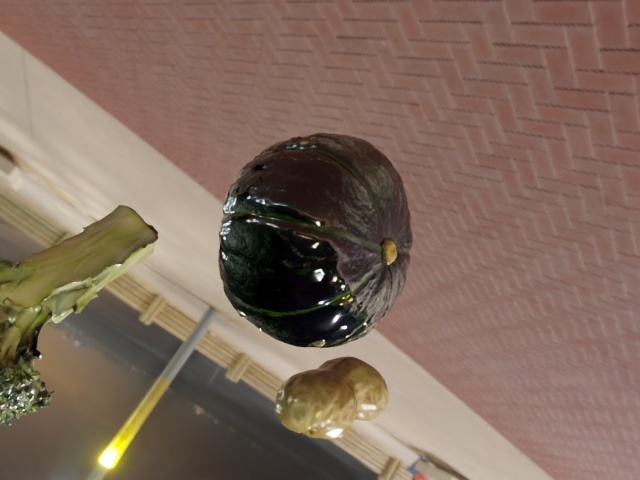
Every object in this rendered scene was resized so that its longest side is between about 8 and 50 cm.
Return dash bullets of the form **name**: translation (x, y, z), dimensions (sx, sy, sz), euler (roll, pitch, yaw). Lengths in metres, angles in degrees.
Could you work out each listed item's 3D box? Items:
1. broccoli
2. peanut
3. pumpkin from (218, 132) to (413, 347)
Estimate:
- **broccoli**: translation (-0.381, 0.052, 0.816), dimensions (0.252, 0.361, 0.221), euler (11, 126, 10)
- **peanut**: translation (0.023, 0.227, 0.931), dimensions (0.098, 0.103, 0.230), euler (3, -177, 35)
- **pumpkin**: translation (0.000, 0.000, 0.633), dimensions (0.162, 0.220, 0.220), euler (10, 153, 29)
